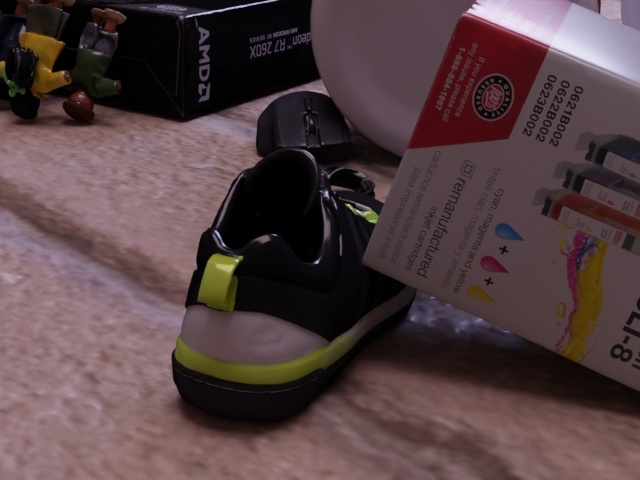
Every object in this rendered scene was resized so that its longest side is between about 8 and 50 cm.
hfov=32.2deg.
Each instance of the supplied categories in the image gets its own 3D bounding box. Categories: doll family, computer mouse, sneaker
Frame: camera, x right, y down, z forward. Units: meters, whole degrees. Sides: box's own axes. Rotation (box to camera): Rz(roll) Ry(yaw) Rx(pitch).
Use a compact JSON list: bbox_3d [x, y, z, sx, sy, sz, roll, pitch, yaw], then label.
[{"bbox_3d":[-0.253,-0.151,0.916,0.193,0.111,0.076,15,-2,32],"label":"doll family"},{"bbox_3d":[-0.004,-0.068,0.798,0.071,0.041,0.242,0,21,-10],"label":"computer mouse"},{"bbox_3d":[0.000,0.000,0.536,0.084,0.097,0.234,8,21,13],"label":"sneaker"}]

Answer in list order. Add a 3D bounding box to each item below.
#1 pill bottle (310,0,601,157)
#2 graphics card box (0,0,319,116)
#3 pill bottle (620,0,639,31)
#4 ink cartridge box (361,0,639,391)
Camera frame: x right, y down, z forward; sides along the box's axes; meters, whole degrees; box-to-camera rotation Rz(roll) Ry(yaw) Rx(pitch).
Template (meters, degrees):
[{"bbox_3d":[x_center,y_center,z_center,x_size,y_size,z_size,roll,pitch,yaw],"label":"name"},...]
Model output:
[{"bbox_3d":[0.131,-0.211,0.940,0.210,0.210,0.363,7,23,11],"label":"pill bottle"},{"bbox_3d":[-0.114,-0.215,1.102,0.233,0.094,0.371,14,22,27],"label":"graphics card box"},{"bbox_3d":[0.473,-0.264,1.226,0.265,0.153,0.153,-11,25,-35],"label":"pill bottle"},{"bbox_3d":[0.133,-0.025,0.517,0.176,0.128,0.127,24,24,8],"label":"ink cartridge box"}]
